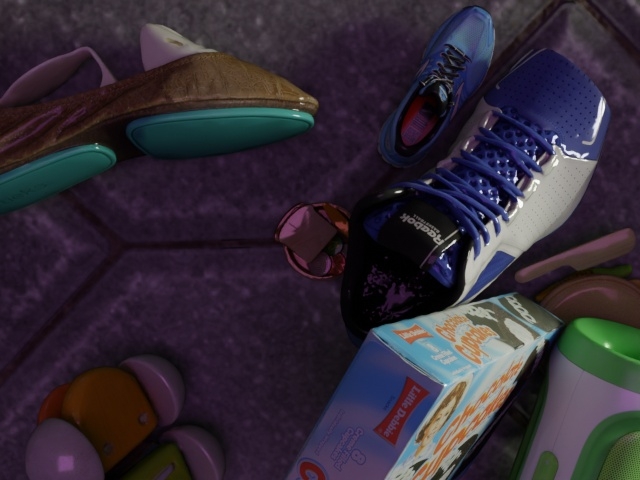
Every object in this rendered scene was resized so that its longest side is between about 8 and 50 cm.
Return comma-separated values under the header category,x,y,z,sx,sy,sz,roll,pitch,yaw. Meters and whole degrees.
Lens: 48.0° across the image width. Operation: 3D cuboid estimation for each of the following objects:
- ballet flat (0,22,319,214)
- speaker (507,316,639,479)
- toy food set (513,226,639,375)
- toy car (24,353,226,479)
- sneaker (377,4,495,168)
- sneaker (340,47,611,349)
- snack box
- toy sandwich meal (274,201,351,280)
category,x,y,z,sx,sy,sz,roll,pitch,yaw
ballet flat,-0.178,-0.121,0.643,0.343,0.116,0.124,-15,77,5
speaker,0.234,0.226,0.653,0.131,0.131,0.296,13,105,-2
toy food set,0.269,0.089,0.701,0.132,0.038,0.192,-20,102,9
toy car,-0.191,0.206,0.664,0.136,0.159,0.182,-23,98,37
sneaker,0.112,-0.136,0.649,0.063,0.073,0.162,28,96,-4
sneaker,0.124,-0.021,0.596,0.127,0.182,0.315,40,94,14
snack box,0.084,0.140,0.553,0.060,0.322,0.187,36,107,25
toy sandwich meal,0.000,0.000,0.686,0.086,0.029,0.085,0,97,-1
